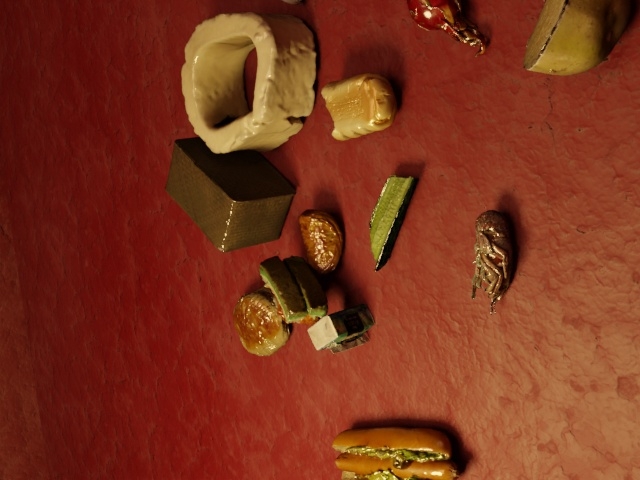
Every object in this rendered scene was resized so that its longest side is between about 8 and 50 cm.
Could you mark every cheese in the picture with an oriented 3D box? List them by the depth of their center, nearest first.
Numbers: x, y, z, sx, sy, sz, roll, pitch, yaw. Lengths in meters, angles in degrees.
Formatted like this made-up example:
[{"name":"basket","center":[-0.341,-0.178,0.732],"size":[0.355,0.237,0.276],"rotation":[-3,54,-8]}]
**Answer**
[{"name":"cheese","center":[-0.152,-0.347,1.712],"size":[0.332,0.153,0.292],"rotation":[-11,90,49]}]

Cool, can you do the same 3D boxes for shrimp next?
[{"name":"shrimp","center":[0.300,0.041,1.366],"size":[0.073,0.075,0.190],"rotation":[0,111,15]}]

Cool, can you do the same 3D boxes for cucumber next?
[{"name":"cucumber","center":[0.136,-0.046,1.542],"size":[0.070,0.046,0.220],"rotation":[42,125,36]}]

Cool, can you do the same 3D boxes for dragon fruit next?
[{"name":"dragon fruit","center":[0.213,-0.392,1.359],"size":[0.094,0.094,0.190],"rotation":[-40,81,44]}]

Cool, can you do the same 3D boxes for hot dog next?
[{"name":"hot dog","center":[0.146,0.449,1.589],"size":[0.337,0.100,0.135],"rotation":[-14,87,48]},{"name":"hot dog","center":[0.000,0.001,1.682],"size":[0.099,0.065,0.147],"rotation":[1,111,47]}]

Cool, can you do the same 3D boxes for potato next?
[{"name":"potato","center":[0.392,-0.330,1.151],"size":[0.117,0.182,0.202],"rotation":[22,99,2]}]

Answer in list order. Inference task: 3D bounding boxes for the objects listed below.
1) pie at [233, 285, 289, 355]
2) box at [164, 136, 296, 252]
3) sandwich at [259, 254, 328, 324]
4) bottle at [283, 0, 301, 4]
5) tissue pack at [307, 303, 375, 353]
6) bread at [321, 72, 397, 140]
[{"name":"pie","center":[-0.144,0.195,1.871],"size":[0.193,0.079,0.163],"rotation":[-39,73,45]},{"name":"box","center":[-0.210,-0.117,1.799],"size":[0.273,0.184,0.143],"rotation":[44,131,33]},{"name":"sandwich","center":[-0.059,0.130,1.684],"size":[0.185,0.109,0.160],"rotation":[-119,23,-43]},{"name":"bottle","center":[-0.031,-0.593,1.596],"size":[0.060,0.060,0.217],"rotation":[48,130,30]},{"name":"tissue pack","center":[0.048,0.191,1.635],"size":[0.085,0.111,0.079],"rotation":[-41,69,45]},{"name":"bread","center":[0.076,-0.263,1.530],"size":[0.177,0.084,0.119],"rotation":[-3,97,47]}]
